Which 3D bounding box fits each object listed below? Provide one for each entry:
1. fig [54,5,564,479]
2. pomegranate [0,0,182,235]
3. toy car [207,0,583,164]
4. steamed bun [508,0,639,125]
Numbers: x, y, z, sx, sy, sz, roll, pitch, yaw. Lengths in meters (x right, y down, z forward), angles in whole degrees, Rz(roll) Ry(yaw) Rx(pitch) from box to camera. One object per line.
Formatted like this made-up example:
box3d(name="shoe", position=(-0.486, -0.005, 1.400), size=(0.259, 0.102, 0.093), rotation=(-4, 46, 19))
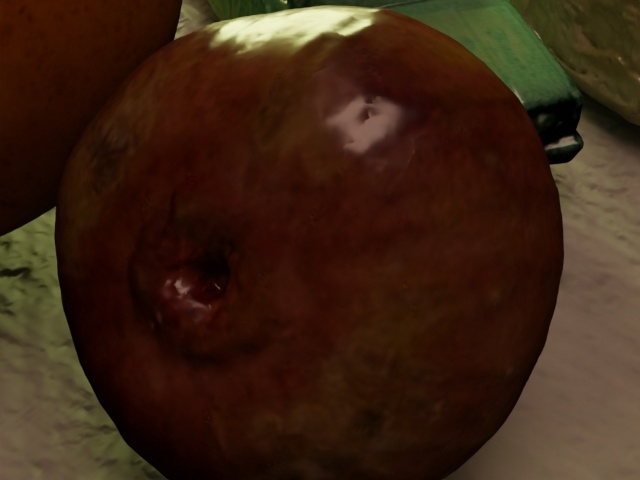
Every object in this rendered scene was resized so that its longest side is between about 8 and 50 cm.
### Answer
box3d(name="fig", position=(0.001, 0.001, 0.508), size=(0.205, 0.205, 0.205), rotation=(3, 43, -3))
box3d(name="pomegranate", position=(-0.193, -0.124, 0.547), size=(0.264, 0.264, 0.264), rotation=(3, 43, -3))
box3d(name="toy car", position=(0.010, -0.145, 0.719), size=(0.141, 0.097, 0.320), rotation=(-13, 46, -19))
box3d(name="steamed bun", position=(0.232, -0.167, 0.729), size=(0.239, 0.152, 0.170), rotation=(-20, 50, -22))
